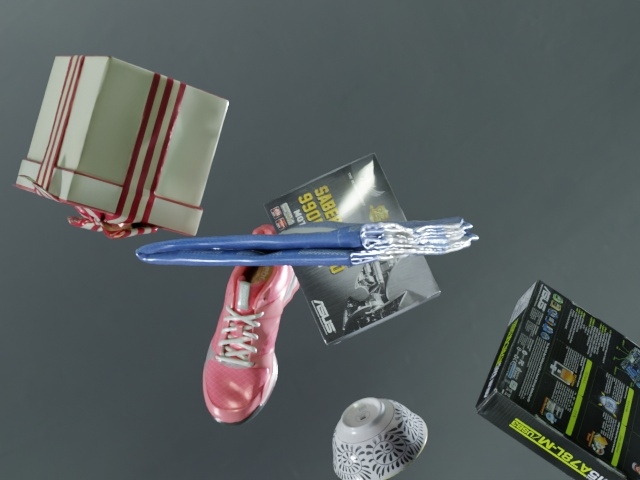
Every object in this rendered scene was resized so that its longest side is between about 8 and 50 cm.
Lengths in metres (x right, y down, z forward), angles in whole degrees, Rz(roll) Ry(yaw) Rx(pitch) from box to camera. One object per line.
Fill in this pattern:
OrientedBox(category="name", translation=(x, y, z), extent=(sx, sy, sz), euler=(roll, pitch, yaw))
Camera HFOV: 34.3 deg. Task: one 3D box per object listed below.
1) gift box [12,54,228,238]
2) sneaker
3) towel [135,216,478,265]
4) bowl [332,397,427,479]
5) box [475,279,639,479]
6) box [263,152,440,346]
OrientedBox(category="gift box", translation=(-0.337, -0.141, 1.633), extent=(0.276, 0.255, 0.258), euler=(15, 89, -31))
OrientedBox(category="sneaker", translation=(-0.116, 0.117, 1.553), extent=(0.136, 0.115, 0.314), euler=(71, 31, -65))
OrientedBox(category="towel", translation=(0.000, 0.000, 0.927), extent=(0.285, 0.209, 0.034), euler=(-5, 93, -64))
OrientedBox(category="bowl", translation=(0.084, 0.312, 1.709), extent=(0.170, 0.170, 0.080), euler=(-32, 116, -11))
OrientedBox(category="box", translation=(0.258, 0.148, 1.009), extent=(0.045, 0.184, 0.191), euler=(-55, 180, 39))
OrientedBox(category="box", translation=(0.046, 0.014, 1.516), extent=(0.183, 0.231, 0.056), euler=(-24, 170, 3))
